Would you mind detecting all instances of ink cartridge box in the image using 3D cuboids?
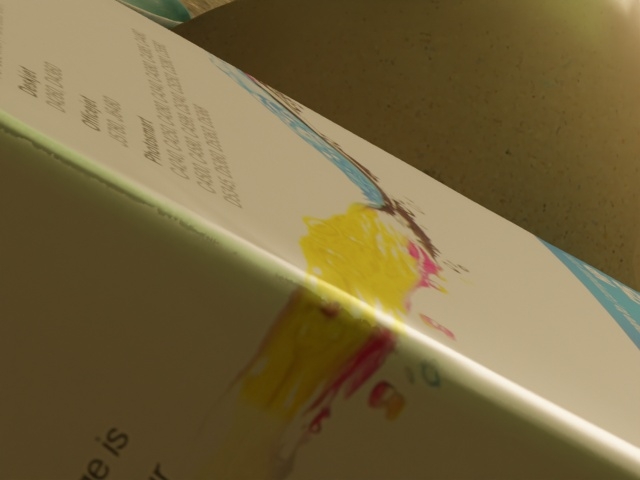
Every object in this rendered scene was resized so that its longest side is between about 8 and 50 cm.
[{"bbox_3d":[-0.039,0.072,0.447,0.270,0.198,0.197,29,12,-17],"label":"ink cartridge box"}]

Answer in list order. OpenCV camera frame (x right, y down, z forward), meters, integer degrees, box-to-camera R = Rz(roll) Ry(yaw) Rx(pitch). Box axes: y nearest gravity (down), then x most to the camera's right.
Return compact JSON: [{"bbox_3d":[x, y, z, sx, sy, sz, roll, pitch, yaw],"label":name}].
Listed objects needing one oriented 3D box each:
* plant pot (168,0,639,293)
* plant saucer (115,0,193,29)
[{"bbox_3d":[0.043,0.055,0.678,0.284,0.284,0.191,19,52,-47],"label":"plant pot"},{"bbox_3d":[-0.261,-0.262,1.682,0.317,0.043,0.317,30,12,-7],"label":"plant saucer"}]
